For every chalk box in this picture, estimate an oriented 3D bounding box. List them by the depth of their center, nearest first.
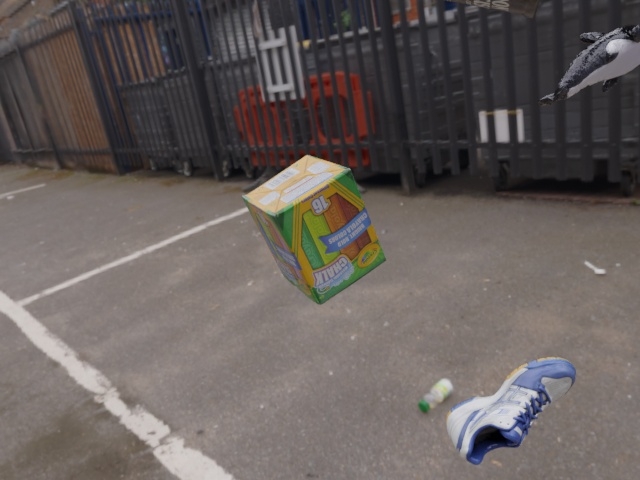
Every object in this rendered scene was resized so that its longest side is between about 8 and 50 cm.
[{"bbox_3d":[0.000,0.000,1.126,0.180,0.289,0.179,-35,29,-15],"label":"chalk box"}]

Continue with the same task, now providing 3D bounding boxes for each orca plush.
[{"bbox_3d":[0.562,-0.375,1.116,0.287,0.151,0.102,-36,61,2],"label":"orca plush"}]

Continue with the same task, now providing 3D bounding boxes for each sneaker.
[{"bbox_3d":[0.406,0.359,1.113,0.296,0.112,0.131,-38,19,12],"label":"sneaker"}]

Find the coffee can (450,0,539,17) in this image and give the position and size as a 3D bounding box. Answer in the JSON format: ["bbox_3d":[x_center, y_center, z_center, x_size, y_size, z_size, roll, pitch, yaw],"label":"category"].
[{"bbox_3d":[0.177,-0.427,0.720,0.275,0.202,0.201,17,26,15],"label":"coffee can"}]
